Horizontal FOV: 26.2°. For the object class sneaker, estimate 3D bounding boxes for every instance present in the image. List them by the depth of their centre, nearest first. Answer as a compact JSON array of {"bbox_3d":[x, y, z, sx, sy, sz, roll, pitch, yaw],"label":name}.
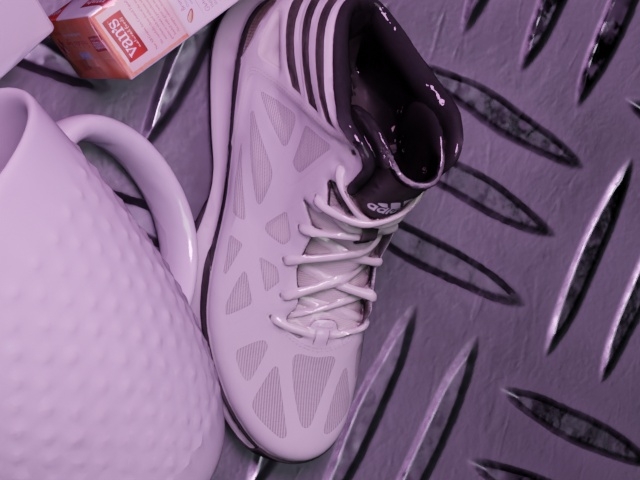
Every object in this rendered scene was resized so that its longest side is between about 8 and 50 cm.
[{"bbox_3d":[-0.001,0.000,1.197,0.169,0.257,0.448,-5,99,-25],"label":"sneaker"}]

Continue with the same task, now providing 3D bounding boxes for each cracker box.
[{"bbox_3d":[-0.112,-0.228,1.172,0.232,0.155,0.067,-40,111,-16],"label":"cracker box"}]

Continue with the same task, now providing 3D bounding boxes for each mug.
[{"bbox_3d":[-0.218,0.058,1.121,0.328,0.276,0.374,53,44,-29],"label":"mug"}]

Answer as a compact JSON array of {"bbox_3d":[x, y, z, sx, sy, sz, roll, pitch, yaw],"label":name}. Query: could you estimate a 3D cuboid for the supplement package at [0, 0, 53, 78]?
[{"bbox_3d":[-0.345,-0.191,1.023,0.194,0.149,0.203,-45,151,-14],"label":"supplement package"}]
